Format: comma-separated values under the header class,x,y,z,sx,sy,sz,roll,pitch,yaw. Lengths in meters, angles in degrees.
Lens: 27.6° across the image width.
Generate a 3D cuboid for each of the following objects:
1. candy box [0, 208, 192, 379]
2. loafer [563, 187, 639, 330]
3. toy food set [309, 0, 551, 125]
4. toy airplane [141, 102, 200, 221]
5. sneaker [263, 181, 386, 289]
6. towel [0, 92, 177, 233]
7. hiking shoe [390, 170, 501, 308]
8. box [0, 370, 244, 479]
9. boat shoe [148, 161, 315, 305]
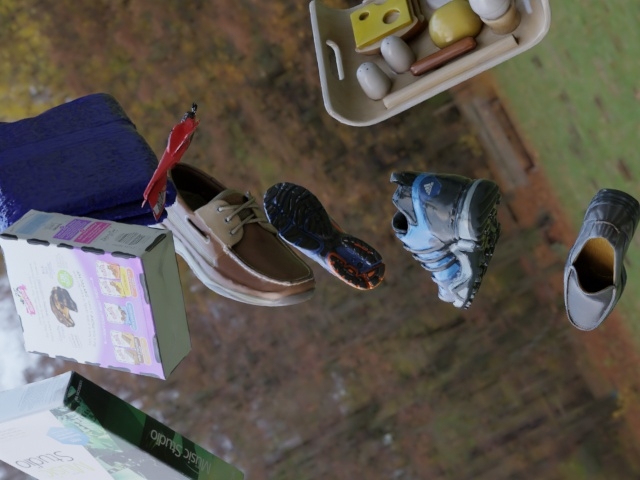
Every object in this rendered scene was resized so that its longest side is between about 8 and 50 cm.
class,x,y,z,sx,sy,sz,roll,pitch,yaw
candy box,-0.258,0.060,1.497,0.070,0.196,0.165,-49,-39,-50
loafer,0.257,0.030,1.232,0.061,0.062,0.170,-54,-26,-40
toy food set,0.132,-0.297,1.650,0.092,0.306,0.219,47,-154,-45
toy airplane,-0.176,-0.094,1.530,0.028,0.151,0.151,23,-165,-8
sneaker,0.000,0.000,1.956,0.221,0.083,0.087,43,172,6
towel,-0.333,-0.087,1.705,0.308,0.228,0.076,-131,28,-53
hiking shoe,0.163,-0.011,1.721,0.132,0.113,0.304,20,155,14
box,-0.294,0.288,1.750,0.322,0.232,0.058,37,-131,-36
boat shoe,-0.131,-0.013,1.827,0.324,0.123,0.116,30,124,35
